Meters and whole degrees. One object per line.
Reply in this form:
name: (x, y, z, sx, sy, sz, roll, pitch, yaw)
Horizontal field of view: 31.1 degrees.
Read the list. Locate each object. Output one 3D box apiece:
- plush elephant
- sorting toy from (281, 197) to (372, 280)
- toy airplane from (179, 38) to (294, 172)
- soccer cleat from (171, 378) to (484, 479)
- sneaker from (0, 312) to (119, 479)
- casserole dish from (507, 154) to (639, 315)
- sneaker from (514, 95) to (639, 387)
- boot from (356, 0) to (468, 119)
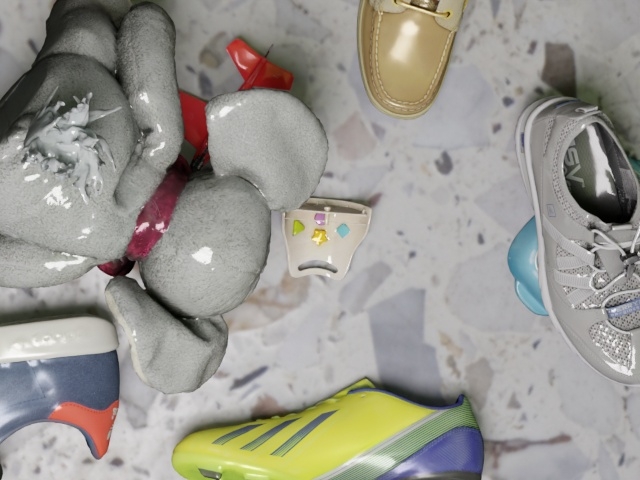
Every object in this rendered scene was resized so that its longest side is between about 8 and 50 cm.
plush elephant: (-0.146, -0.036, 0.934, 0.255, 0.330, 0.272, 39, 87, -27)
sorting toy: (0.000, 0.000, 1.071, 0.083, 0.045, 0.075, 5, 100, -9)
toy airplane: (-0.081, -0.117, 1.057, 0.151, 0.028, 0.151, 0, 93, -8)
soccer cleat: (0.008, 0.188, 1.072, 0.289, 0.093, 0.121, 2, 62, -5)
sneaker: (-0.344, 0.152, 0.979, 0.350, 0.131, 0.148, -6, 90, -9)
casserole dish: (0.268, -0.002, 1.113, 0.188, 0.037, 0.114, -44, 98, -3)
sneaker: (0.250, 0.006, 1.033, 0.105, 0.115, 0.281, -23, 96, -7)
boot: (0.104, -0.240, 0.989, 0.095, 0.203, 0.261, 14, 89, -9)
